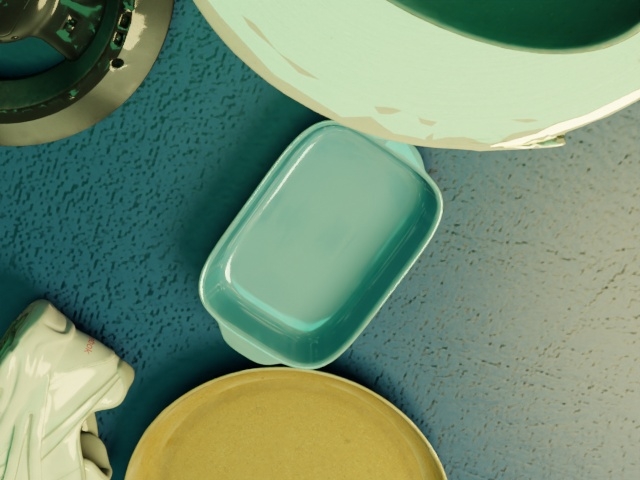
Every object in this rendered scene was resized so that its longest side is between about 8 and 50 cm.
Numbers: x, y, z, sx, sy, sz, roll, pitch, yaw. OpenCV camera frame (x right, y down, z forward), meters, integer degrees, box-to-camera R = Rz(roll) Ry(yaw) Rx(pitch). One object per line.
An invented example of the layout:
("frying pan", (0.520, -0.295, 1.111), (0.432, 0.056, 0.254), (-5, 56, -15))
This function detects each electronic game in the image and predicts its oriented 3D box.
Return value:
("electronic game", (-0.204, -0.169, 0.927), (0.229, 0.048, 0.229), (2, 113, 5))

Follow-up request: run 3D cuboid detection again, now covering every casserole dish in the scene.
("casserole dish", (0.000, 0.000, 0.984), (0.114, 0.037, 0.188), (33, 109, -8))

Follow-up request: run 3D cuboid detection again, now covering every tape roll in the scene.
("tape roll", (0.088, -0.245, 0.866), (0.392, 0.072, 0.392), (1, 112, 3))

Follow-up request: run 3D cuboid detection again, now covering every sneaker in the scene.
("sneaker", (-0.209, 0.160, 1.034), (0.115, 0.090, 0.232), (31, 111, -11))

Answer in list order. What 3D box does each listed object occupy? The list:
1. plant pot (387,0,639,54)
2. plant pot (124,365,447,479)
("plant pot", (0.089, -0.258, 0.702), (0.290, 0.290, 0.195), (40, 71, -11))
("plant pot", (-0.023, 0.191, 1.062), (0.236, 0.032, 0.236), (1, 111, 3))
